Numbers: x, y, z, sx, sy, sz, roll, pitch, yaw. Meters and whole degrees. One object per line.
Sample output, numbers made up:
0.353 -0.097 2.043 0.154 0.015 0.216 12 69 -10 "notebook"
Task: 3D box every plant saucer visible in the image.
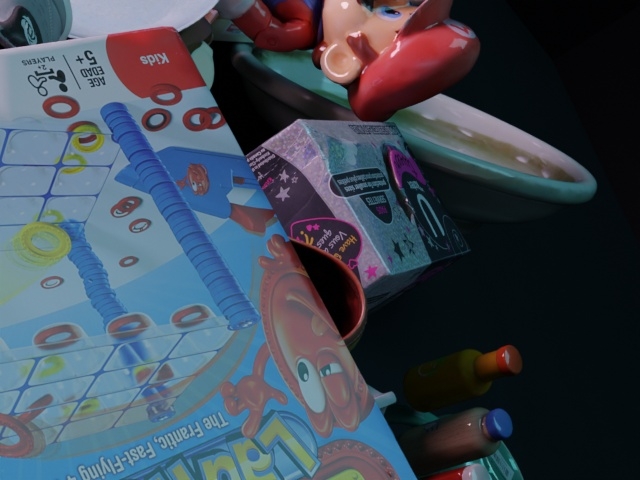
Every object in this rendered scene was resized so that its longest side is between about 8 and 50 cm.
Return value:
0.083 -0.094 1.444 0.400 0.101 0.400 20 15 -6 "plant saucer"
-0.168 -0.222 1.118 0.037 0.194 0.195 105 -32 -57 "plant saucer"

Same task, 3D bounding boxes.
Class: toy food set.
0.065 0.152 1.052 0.232 0.104 0.111 -12 80 -50 "toy food set"

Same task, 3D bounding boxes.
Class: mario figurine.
0.000 -0.237 1.226 0.320 0.198 0.170 28 -17 16 "mario figurine"

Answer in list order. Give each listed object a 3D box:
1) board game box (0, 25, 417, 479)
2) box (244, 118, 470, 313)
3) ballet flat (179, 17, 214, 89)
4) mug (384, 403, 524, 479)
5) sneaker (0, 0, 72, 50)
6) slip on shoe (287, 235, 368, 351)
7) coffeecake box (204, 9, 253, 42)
-0.131 0.067 0.630 0.308 0.086 0.302 -19 76 -45 "board game box"
0.000 0.000 1.136 0.142 0.163 0.247 60 19 6 "box"
-0.127 -0.157 1.199 0.077 0.077 0.231 44 23 -33 "ballet flat"
0.110 0.210 1.190 0.157 0.097 0.129 36 28 -49 "mug"
-0.249 -0.185 0.925 0.229 0.086 0.132 47 24 -34 "sneaker"
-0.113 0.010 0.813 0.331 0.101 0.123 21 56 -29 "slip on shoe"
-0.095 -0.292 1.422 0.142 0.068 0.186 -5 58 -47 "coffeecake box"
